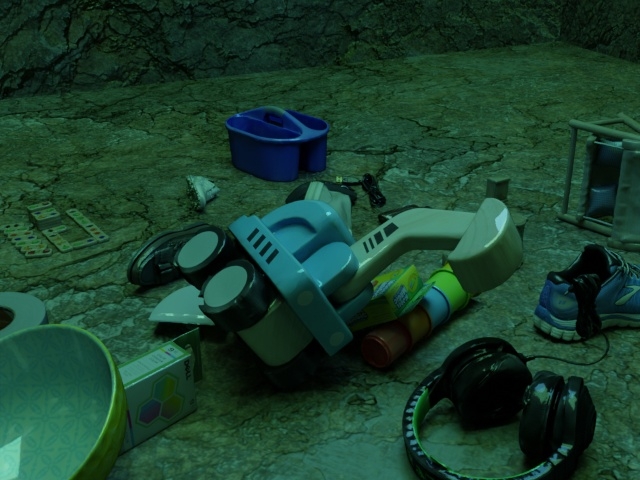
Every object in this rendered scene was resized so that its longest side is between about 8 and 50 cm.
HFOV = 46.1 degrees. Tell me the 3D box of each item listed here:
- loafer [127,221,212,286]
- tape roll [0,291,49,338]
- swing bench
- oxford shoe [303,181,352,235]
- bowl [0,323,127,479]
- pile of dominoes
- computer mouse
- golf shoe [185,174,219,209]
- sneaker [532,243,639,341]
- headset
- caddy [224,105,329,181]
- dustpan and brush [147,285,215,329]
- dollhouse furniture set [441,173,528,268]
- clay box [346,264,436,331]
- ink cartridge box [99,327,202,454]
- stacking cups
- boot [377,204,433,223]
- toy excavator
[{"bbox_3d":[-0.300,0.028,1.625,0.084,0.096,0.267,18,30,24],"label":"loafer"},{"bbox_3d":[-0.602,0.175,1.354,0.219,0.072,0.219,-1,25,0],"label":"tape roll"},{"bbox_3d":[0.692,-0.132,1.707,0.165,0.253,0.254,-11,27,-18],"label":"swing bench"},{"bbox_3d":[0.000,0.000,1.605,0.130,0.169,0.449,21,26,-3],"label":"oxford shoe"},{"bbox_3d":[-0.373,0.272,1.004,0.290,0.156,0.289,-10,46,11],"label":"bowl"},{"bbox_3d":[-0.653,-0.033,1.828,0.196,0.040,0.251,-19,30,-32],"label":"pile of dominoes"},{"bbox_3d":[0.036,-0.144,1.994,0.262,0.060,0.184,-3,26,-3],"label":"computer mouse"},{"bbox_3d":[-0.307,-0.132,1.988,0.086,0.069,0.176,-2,26,-15],"label":"golf shoe"},{"bbox_3d":[0.552,0.081,1.396,0.330,0.147,0.130,-12,27,-21],"label":"sneaker"},{"bbox_3d":[0.292,0.210,1.098,0.394,0.185,0.243,-33,38,-29],"label":"headset"},{"bbox_3d":[-0.128,-0.304,2.203,0.241,0.179,0.341,-22,32,-37],"label":"caddy"},{"bbox_3d":[-0.236,0.120,1.481,0.148,0.060,0.211,3,33,7],"label":"dustpan and brush"},{"bbox_3d":[0.350,-0.025,1.586,0.161,0.181,0.101,-16,29,-28],"label":"dollhouse furniture set"},{"bbox_3d":[0.089,0.110,1.353,0.222,0.053,0.127,-23,10,37],"label":"clay box"},{"bbox_3d":[-0.252,0.231,1.174,0.062,0.108,0.209,22,34,39],"label":"ink cartridge box"},{"bbox_3d":[0.192,0.137,1.387,0.096,0.096,0.316,17,36,34],"label":"stacking cups"},{"bbox_3d":[0.207,-0.059,1.832,0.114,0.037,0.106,-13,15,-29],"label":"boot"},{"bbox_3d":[0.037,0.034,1.223,0.445,0.222,0.433,-40,37,-6],"label":"toy excavator"}]
